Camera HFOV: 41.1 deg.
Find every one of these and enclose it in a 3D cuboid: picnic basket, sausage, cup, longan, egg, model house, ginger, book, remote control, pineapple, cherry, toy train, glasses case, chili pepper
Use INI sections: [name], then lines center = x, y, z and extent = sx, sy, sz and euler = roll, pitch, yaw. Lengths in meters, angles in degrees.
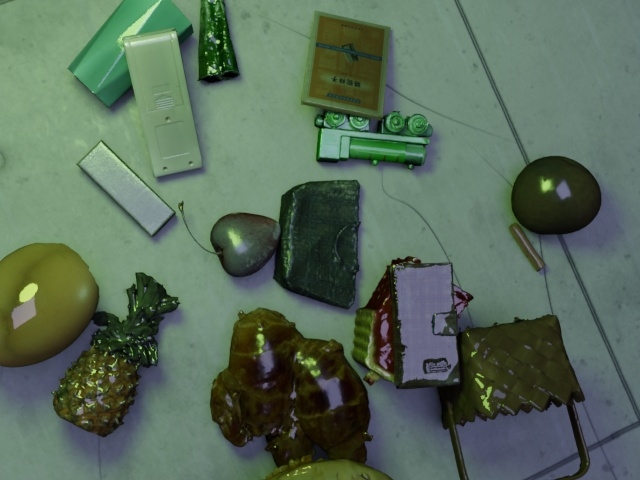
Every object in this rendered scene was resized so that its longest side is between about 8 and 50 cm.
[picnic basket]
center = 0.365, 0.322, 1.663
extent = 0.254, 0.291, 0.321
euler = -10, 75, -11
[sausage]
center = 0.443, 0.013, 1.836
extent = 0.026, 0.026, 0.116
euler = -34, 90, -10
[cup]
center = -0.382, -0.385, 1.681
extent = 0.236, 0.134, 0.148
euler = -44, 61, -4
[longan]
center = 0.493, -0.094, 1.788
extent = 0.189, 0.189, 0.189
euler = 1, 85, -9
[egg]
center = -0.528, 0.123, 1.569
extent = 0.201, 0.201, 0.244
euler = 34, 50, -5
[model house]
center = 0.153, 0.172, 1.690
extent = 0.160, 0.196, 0.254
euler = 38, 82, -4
[ginger]
center = -0.050, 0.309, 1.666
extent = 0.357, 0.152, 0.274
euler = 30, 81, -4
[book]
center = 0.055, -0.364, 1.761
extent = 0.170, 0.018, 0.241
euler = 10, 62, -7
[remote control]
center = -0.304, -0.265, 1.660
extent = 0.103, 0.055, 0.277
euler = -13, 119, -10
[pineapple]
center = -0.390, 0.210, 1.634
extent = 0.170, 0.141, 0.310
euler = 22, 74, 18
[cherry]
center = -0.164, -0.024, 1.695
extent = 0.148, 0.115, 0.188
euler = -28, 83, 18
[toy train]
center = 0.109, -0.212, 1.774
extent = 0.251, 0.085, 0.119
euler = 5, 90, -7
[glasses case]
center = -0.383, -0.102, 1.698
extent = 0.205, 0.047, 0.071
euler = 44, 84, -4
[chili pepper]
center = -0.225, -0.438, 1.748
extent = 0.088, 0.059, 0.227
euler = -9, 85, -5

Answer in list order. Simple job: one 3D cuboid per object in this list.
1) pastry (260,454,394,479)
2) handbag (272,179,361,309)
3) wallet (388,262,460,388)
[pastry]
center = 0.013, 0.577, 1.579
extent = 0.409, 0.245, 0.409
euler = -1, 113, -2
[handbag]
center = 0.000, 0.000, 1.742
extent = 0.175, 0.088, 0.270
euler = 6, 84, -17
[wallet]
center = 0.191, 0.156, 1.577
extent = 0.124, 0.042, 0.230
euler = -2, 85, -3
